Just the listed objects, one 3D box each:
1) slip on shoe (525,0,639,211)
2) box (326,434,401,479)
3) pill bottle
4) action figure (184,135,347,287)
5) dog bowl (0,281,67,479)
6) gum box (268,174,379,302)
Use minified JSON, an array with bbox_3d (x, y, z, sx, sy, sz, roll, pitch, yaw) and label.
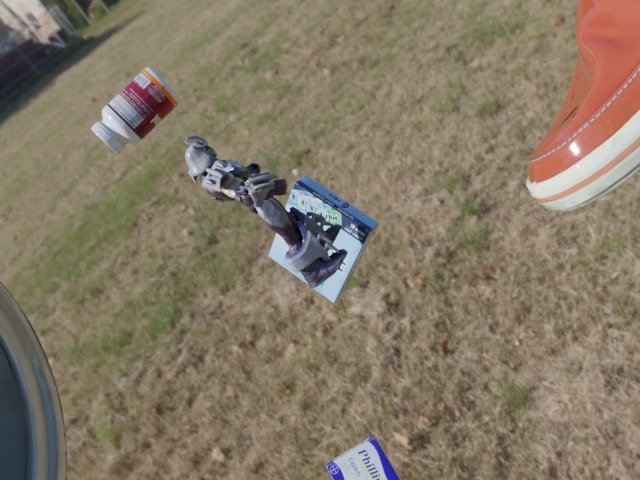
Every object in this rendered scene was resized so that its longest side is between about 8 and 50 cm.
[{"bbox_3d":[0.184,-0.171,0.334,0.123,0.101,0.331,-123,57,-89],"label":"slip on shoe"},{"bbox_3d":[0.104,0.555,1.454,0.137,0.126,0.072,-31,-14,-3],"label":"box"},{"bbox_3d":[-0.333,-0.231,1.097,0.152,0.086,0.086,-46,30,-5],"label":"pill bottle"},{"bbox_3d":[-0.086,-0.057,0.885,0.099,0.285,0.185,-48,27,4],"label":"action figure"},{"bbox_3d":[-0.386,0.168,0.441,0.150,0.408,0.408,-21,31,15],"label":"dog bowl"},{"bbox_3d":[0.000,0.000,1.085,0.157,0.184,0.041,35,42,14],"label":"gum box"}]
